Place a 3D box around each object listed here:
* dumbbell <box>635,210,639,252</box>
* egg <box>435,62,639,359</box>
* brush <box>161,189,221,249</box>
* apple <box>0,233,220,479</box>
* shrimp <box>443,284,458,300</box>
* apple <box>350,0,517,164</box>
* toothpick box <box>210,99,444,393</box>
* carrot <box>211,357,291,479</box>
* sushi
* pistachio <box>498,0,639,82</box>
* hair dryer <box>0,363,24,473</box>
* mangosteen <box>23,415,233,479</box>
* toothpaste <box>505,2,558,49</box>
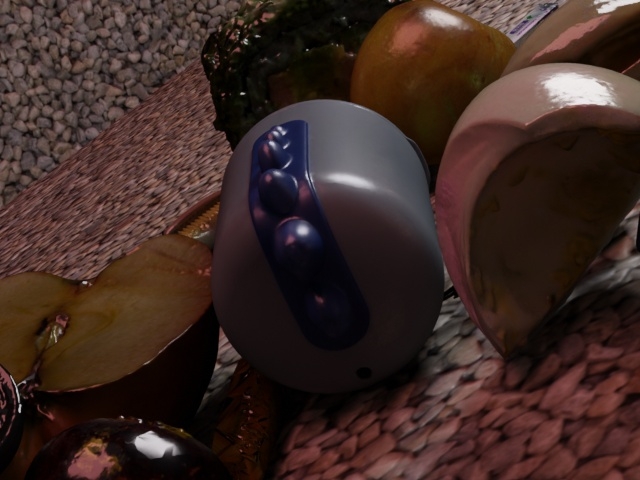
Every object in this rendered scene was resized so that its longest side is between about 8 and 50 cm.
[{"bbox_3d":[0.386,-0.086,1.125,0.160,0.144,0.325,-14,25,40],"label":"dumbbell"},{"bbox_3d":[0.187,-0.054,1.160,0.206,0.162,0.271,-29,-29,-52],"label":"egg"},{"bbox_3d":[-0.119,-0.059,2.048,0.067,0.072,0.313,16,42,36],"label":"brush"},{"bbox_3d":[-0.275,0.132,1.415,0.328,0.295,0.365,-54,13,20],"label":"apple"},{"bbox_3d":[0.204,0.002,1.312,0.233,0.079,0.090,-33,55,12],"label":"shrimp"},{"bbox_3d":[0.144,-0.201,1.724,0.237,0.237,0.207,-116,49,-73],"label":"apple"},{"bbox_3d":[0.000,0.000,1.340,0.263,0.263,0.354,-28,19,10],"label":"toothpick box"},{"bbox_3d":[-0.067,0.174,1.303,0.069,0.069,0.228,-26,19,17],"label":"carrot"},{"bbox_3d":[-0.002,-0.253,1.981,0.352,0.294,0.178,-30,21,-4],"label":"sushi"},{"bbox_3d":[0.327,-0.202,1.519,0.288,0.166,0.197,-35,-6,1],"label":"pistachio"},{"bbox_3d":[-0.286,0.293,1.078,0.156,0.320,0.284,-15,36,-19],"label":"hair dryer"},{"bbox_3d":[-0.168,0.256,1.097,0.192,0.192,0.217,-7,60,53],"label":"mangosteen"},{"bbox_3d":[0.302,-0.297,2.008,0.040,0.047,0.196,10,42,44],"label":"toothpaste"}]
